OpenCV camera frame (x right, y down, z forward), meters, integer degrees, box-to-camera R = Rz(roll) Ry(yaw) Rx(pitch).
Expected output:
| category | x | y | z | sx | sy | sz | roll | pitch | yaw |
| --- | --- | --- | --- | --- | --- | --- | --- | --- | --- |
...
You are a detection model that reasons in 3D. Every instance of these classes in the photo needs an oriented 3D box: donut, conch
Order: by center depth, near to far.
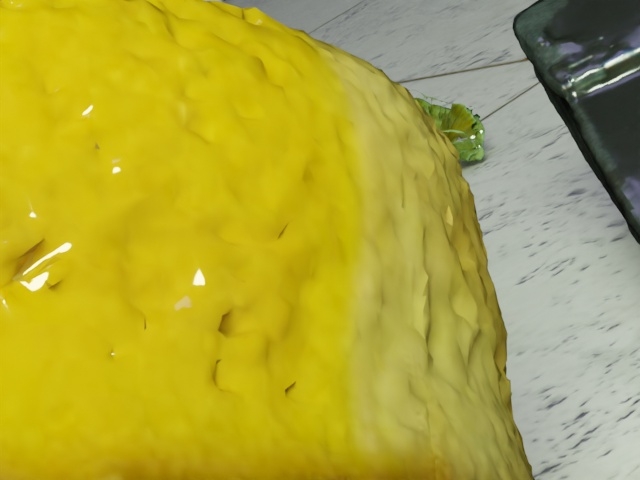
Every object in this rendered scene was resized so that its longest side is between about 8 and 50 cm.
| category | x | y | z | sx | sy | sz | roll | pitch | yaw |
| --- | --- | --- | --- | --- | --- | --- | --- | --- | --- |
| donut | -0.118 | 0.030 | 0.646 | 0.377 | 0.163 | 0.435 | -1 | -13 | 1 |
| conch | 0.045 | -0.069 | 1.257 | 0.121 | 0.074 | 0.089 | -2 | 56 | 15 |

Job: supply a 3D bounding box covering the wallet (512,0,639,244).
| category | x | y | z | sx | sy | sz | roll | pitch | yaw |
| --- | --- | --- | --- | --- | --- | --- | --- | --- | --- |
| wallet | 0.293 | -0.130 | 0.848 | 0.406 | 0.062 | 0.228 | -28 | 40 | 5 |
